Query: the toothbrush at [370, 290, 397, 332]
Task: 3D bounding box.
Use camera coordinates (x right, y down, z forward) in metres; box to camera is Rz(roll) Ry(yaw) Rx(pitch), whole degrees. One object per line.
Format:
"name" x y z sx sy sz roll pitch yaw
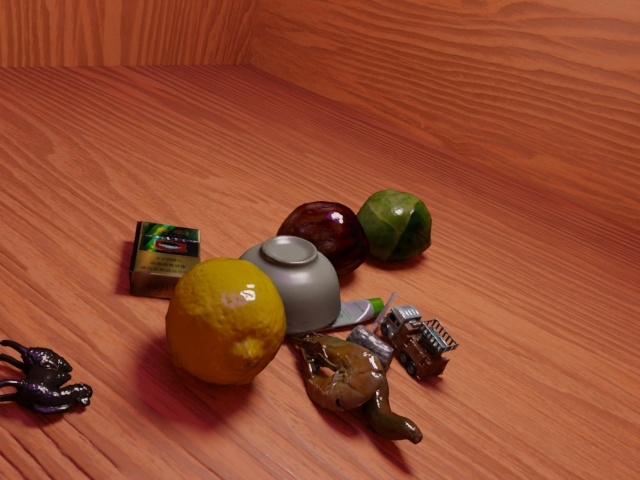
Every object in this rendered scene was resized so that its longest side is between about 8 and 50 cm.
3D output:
"toothbrush" 0.147 0.190 1.371 0.017 0.014 0.194 44 46 -8

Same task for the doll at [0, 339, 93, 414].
"doll" -0.466 0.236 0.942 0.165 0.057 0.139 16 23 -22

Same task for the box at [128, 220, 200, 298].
"box" -0.370 0.044 1.351 0.159 0.071 0.240 6 29 -17

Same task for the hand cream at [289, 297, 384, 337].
"hand cream" 0.031 0.181 1.362 0.275 0.050 0.079 -6 7 -30

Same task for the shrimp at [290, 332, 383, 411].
"shrimp" 0.015 0.256 1.144 0.267 0.145 0.061 26 -19 46

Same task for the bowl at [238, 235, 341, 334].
"bowl" -0.081 0.079 1.328 0.288 0.146 0.289 7 26 -4

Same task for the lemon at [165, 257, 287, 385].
"lemon" -0.181 0.151 1.076 0.233 0.234 0.288 4 25 -24

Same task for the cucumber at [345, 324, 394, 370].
"cucumber" 0.113 0.243 1.261 0.112 0.064 0.064 34 31 26

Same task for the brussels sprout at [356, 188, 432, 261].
"brussels sprout" 0.233 -0.040 1.720 0.271 0.220 0.210 19 8 -46

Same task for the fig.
"fig" 0.010 -0.007 1.526 0.262 0.224 0.224 10 27 -11

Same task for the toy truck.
"toy truck" 0.221 0.218 1.293 0.080 0.115 0.178 -3 41 -36

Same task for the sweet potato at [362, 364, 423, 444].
"sweet potato" 0.117 0.319 1.099 0.062 0.081 0.233 34 13 -32
